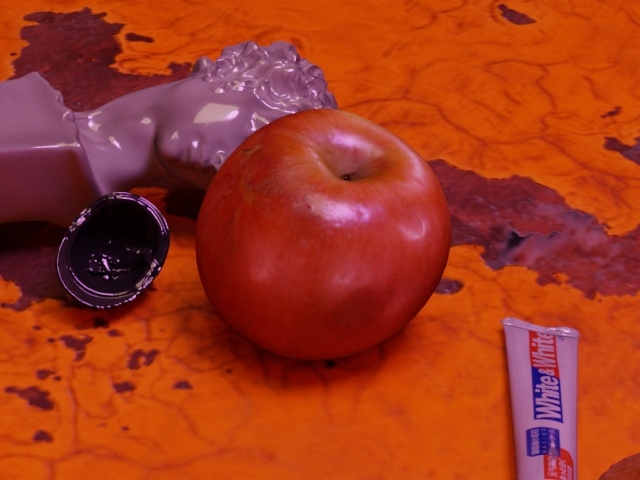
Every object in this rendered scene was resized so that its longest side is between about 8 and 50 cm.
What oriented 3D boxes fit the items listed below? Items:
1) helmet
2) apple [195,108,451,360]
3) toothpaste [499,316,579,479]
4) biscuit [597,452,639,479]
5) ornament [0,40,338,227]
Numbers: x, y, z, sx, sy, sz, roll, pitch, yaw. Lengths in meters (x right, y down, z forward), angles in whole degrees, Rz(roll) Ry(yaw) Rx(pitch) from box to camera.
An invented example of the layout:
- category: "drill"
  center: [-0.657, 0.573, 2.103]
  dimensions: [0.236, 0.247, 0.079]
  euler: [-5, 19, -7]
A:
- category: "helmet"
  center: [-0.138, 0.013, 1.052]
  dimensions: [0.065, 0.049, 0.084]
  euler: [40, 67, -1]
- category: "apple"
  center: [0.000, 0.000, 1.011]
  dimensions: [0.163, 0.139, 0.163]
  euler: [12, 36, -9]
- category: "toothpaste"
  center: [0.131, 0.105, 0.952]
  dimensions: [0.052, 0.033, 0.218]
  euler: [9, 28, 1]
- category: "biscuit"
  center: [0.249, 0.141, 0.836]
  dimensions: [0.205, 0.049, 0.324]
  euler: [-9, 19, 11]
- category: "ornament"
  center: [-0.124, -0.068, 1.116]
  dimensions: [0.285, 0.120, 0.130]
  euler: [-4, 50, -13]
